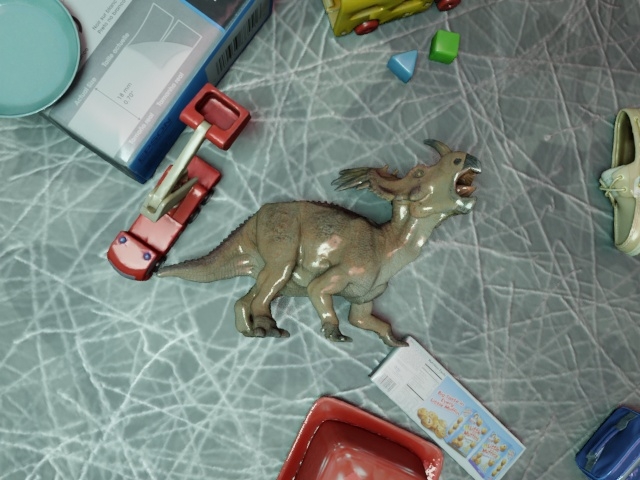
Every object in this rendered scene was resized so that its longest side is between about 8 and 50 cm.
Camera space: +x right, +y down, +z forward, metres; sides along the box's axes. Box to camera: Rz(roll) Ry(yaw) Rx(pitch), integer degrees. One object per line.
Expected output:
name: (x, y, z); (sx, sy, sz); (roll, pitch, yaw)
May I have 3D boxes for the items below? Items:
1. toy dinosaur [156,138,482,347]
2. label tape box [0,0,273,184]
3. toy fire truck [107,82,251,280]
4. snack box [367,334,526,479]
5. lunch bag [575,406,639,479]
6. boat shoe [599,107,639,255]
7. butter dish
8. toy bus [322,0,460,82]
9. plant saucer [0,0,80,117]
toy dinosaur: (0.000, 0.000, 0.603); (0.295, 0.127, 0.200); (2, 80, 6)
label tape box: (-0.248, -0.250, 0.590); (0.333, 0.106, 0.241); (35, 84, -4)
toy fire truck: (-0.140, -0.045, 0.577); (0.047, 0.135, 0.192); (35, 84, -3)
snack box: (0.137, 0.186, 0.653); (0.178, 0.022, 0.064); (44, 83, -2)
lunch bag: (0.324, 0.232, 0.649); (0.065, 0.067, 0.098); (44, 85, -2)
boat shoe: (0.340, -0.068, 0.671); (0.059, 0.063, 0.170); (15, 76, -3)
butter dish: (0.038, 0.261, 0.591); (0.160, 0.118, 0.160); (26, 85, -4)
toy bus: (0.090, -0.293, 0.629); (0.191, 0.104, 0.202); (25, 85, -5)
plant saucer: (-0.266, -0.163, 0.521); (0.119, 0.021, 0.119); (0, 90, -6)
